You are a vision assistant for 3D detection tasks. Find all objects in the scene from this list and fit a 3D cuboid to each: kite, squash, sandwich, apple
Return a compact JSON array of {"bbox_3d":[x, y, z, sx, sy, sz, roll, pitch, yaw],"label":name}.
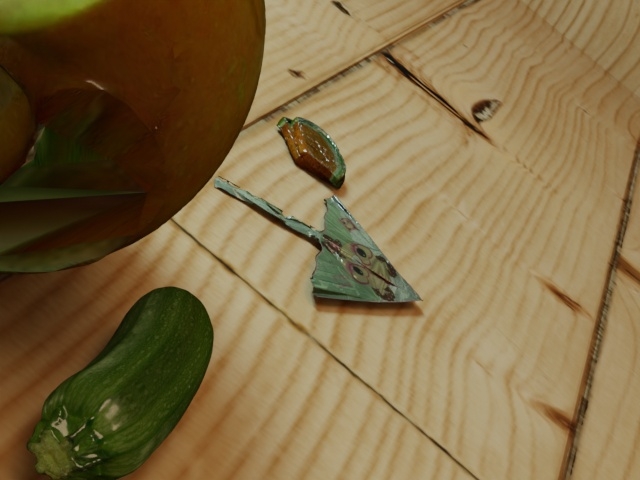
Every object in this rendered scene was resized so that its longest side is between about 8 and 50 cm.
[{"bbox_3d":[0.001,-0.001,1.103,0.250,0.012,0.229,32,24,-13],"label":"kite"},{"bbox_3d":[-0.124,0.095,0.727,0.077,0.068,0.219,53,25,-7],"label":"squash"},{"bbox_3d":[-0.005,-0.100,1.235,0.069,0.026,0.101,16,35,-40],"label":"sandwich"},{"bbox_3d":[-0.220,-0.160,0.691,0.384,0.374,0.374,36,22,-42],"label":"apple"}]
